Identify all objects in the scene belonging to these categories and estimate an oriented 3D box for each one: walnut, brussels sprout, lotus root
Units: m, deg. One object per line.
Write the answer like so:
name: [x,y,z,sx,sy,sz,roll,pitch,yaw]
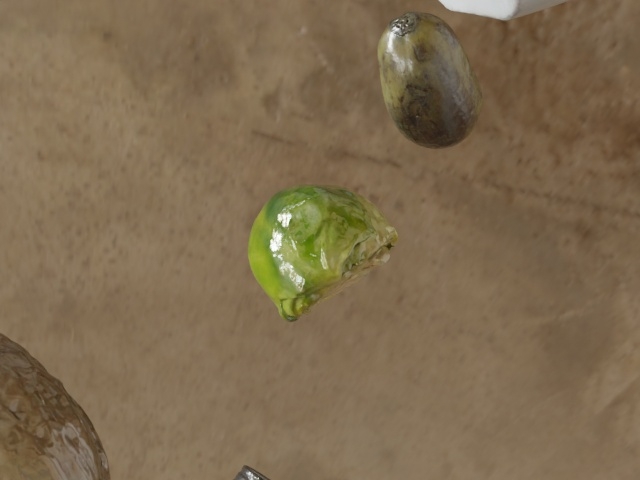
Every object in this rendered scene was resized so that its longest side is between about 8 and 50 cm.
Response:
walnut: [-0.262,0.167,1.233,0.230,0.178,0.178,36,65,6]
brussels sprout: [-0.005,-0.002,1.604,0.152,0.149,0.122,-34,89,16]
lotus root: [0.101,-0.143,1.458,0.089,0.179,0.080,-25,55,5]

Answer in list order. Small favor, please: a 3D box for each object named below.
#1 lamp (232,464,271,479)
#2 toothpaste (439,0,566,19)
lamp: [-0.113,0.267,1.455,0.130,0.371,0.108,32,90,4]
toothpaste: [0.195,-0.163,0.509,0.371,0.125,0.080,-24,38,-20]
